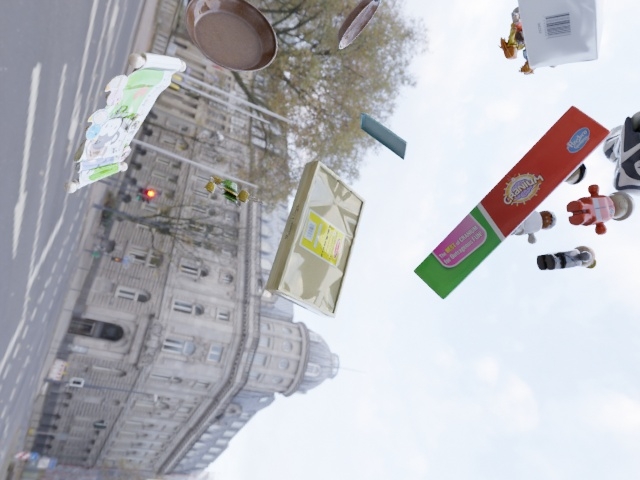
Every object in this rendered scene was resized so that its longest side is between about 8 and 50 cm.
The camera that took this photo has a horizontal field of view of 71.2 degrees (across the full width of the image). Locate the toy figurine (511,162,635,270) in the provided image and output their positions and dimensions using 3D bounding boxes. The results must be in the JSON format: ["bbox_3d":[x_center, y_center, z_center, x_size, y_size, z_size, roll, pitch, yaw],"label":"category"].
[{"bbox_3d":[0.528,-0.054,0.968,0.213,0.148,0.210,-119,-153,-47],"label":"toy figurine"}]

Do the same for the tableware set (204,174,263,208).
[{"bbox_3d":[-0.190,-0.098,0.908,0.154,0.104,0.024,17,-104,51],"label":"tableware set"}]

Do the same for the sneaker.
[{"bbox_3d":[0.661,-0.217,0.923,0.235,0.093,0.153,-55,155,-40],"label":"sneaker"}]

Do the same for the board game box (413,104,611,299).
[{"bbox_3d":[0.303,-0.046,0.738,0.064,0.242,0.317,45,-76,16],"label":"board game box"}]

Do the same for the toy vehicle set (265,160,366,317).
[{"bbox_3d":[0.000,0.000,0.874,0.035,0.166,0.267,-2,-117,43],"label":"toy vehicle set"}]

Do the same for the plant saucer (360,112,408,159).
[{"bbox_3d":[0.193,-0.321,1.362,0.192,0.018,0.067,43,-23,26],"label":"plant saucer"}]

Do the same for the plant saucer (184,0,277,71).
[{"bbox_3d":[-0.190,-0.433,0.947,0.036,0.198,0.199,-37,-139,57],"label":"plant saucer"}]

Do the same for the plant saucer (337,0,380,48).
[{"bbox_3d":[0.101,-0.616,1.254,0.168,0.029,0.168,-47,-178,2],"label":"plant saucer"}]

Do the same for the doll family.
[{"bbox_3d":[0.637,-0.604,1.371,0.118,0.262,0.163,5,-98,59],"label":"doll family"}]

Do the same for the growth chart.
[{"bbox_3d":[-0.270,-0.160,0.611,0.237,0.021,0.172,-46,-170,26],"label":"growth chart"}]

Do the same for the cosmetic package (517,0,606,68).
[{"bbox_3d":[0.497,-0.520,0.901,0.138,0.224,0.225,5,-111,34],"label":"cosmetic package"}]
